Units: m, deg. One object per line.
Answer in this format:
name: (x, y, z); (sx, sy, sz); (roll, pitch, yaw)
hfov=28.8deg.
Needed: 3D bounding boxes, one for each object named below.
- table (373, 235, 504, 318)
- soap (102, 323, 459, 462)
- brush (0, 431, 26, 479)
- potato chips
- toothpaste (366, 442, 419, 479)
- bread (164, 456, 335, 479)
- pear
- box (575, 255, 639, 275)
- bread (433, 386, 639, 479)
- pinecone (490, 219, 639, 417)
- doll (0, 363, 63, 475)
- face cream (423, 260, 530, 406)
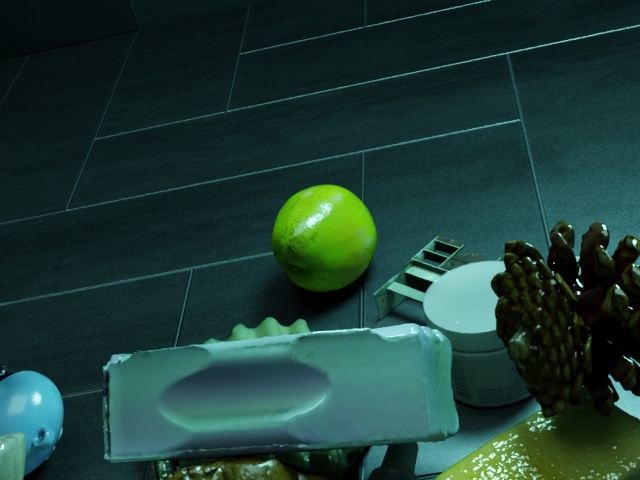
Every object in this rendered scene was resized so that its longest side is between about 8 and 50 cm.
table: (0.201, 0.079, 2.069); (0.175, 0.062, 0.146); (-38, 37, -30)
soap: (-0.060, 0.209, 1.671); (0.446, 0.156, 0.261); (-6, -8, 17)
brush: (-0.523, 0.390, 1.765); (0.266, 0.166, 0.174); (-21, 2, 8)
potato chips: (-0.092, 0.262, 1.913); (0.358, 0.070, 0.429); (-12, 33, 0)
toothpaste: (0.085, 0.380, 1.652); (0.099, 0.068, 0.282); (-31, 28, 40)
bread: (-0.088, 0.354, 1.592); (0.232, 0.247, 0.135); (-17, 55, 16)
pear: (0.000, 0.000, 2.165); (0.187, 0.188, 0.219); (-1, 19, 23)
box: (0.449, 0.072, 1.998); (0.198, 0.029, 0.109); (9, 39, 36)
bread: (0.304, 0.318, 1.594); (0.274, 0.114, 0.184); (-30, 37, -19)
pinecone: (0.350, 0.100, 1.598); (0.264, 0.264, 0.264); (-12, 31, 7)
doll: (-0.505, 0.287, 1.994); (0.314, 0.141, 0.177); (10, 70, 53)
face cream: (0.252, 0.140, 1.862); (0.177, 0.153, 0.177); (-12, 33, 8)
